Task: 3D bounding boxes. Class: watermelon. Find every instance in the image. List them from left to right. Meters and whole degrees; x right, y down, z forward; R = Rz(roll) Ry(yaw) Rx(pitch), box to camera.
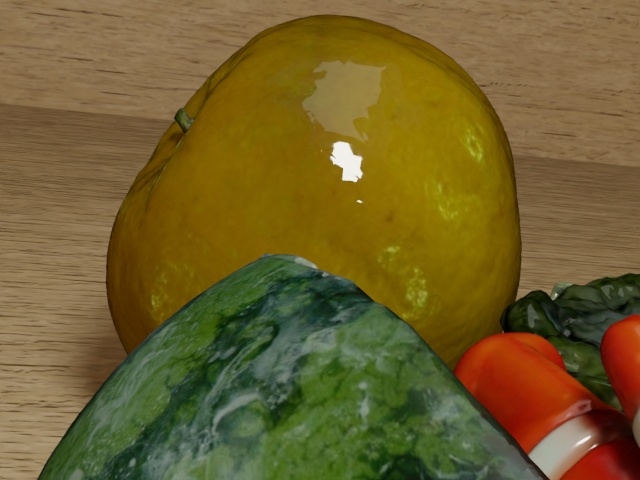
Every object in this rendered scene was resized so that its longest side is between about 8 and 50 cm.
[{"bbox_3d":[-0.002,0.127,0.450,0.180,0.224,0.305,21,0,-28],"label":"watermelon"}]

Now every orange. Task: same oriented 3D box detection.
[{"bbox_3d":[0.000,0.000,0.885,0.235,0.279,0.279,36,9,-10],"label":"orange"}]

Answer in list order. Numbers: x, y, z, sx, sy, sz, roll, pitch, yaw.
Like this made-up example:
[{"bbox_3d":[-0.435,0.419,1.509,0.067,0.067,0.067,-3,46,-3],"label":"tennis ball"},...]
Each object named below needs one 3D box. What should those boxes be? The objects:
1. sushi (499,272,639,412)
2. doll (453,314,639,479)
[{"bbox_3d":[0.238,0.112,0.708,0.351,0.178,0.294,-6,16,-39],"label":"sushi"},{"bbox_3d":[0.139,0.145,0.461,0.105,0.200,0.336,-2,19,-25],"label":"doll"}]
